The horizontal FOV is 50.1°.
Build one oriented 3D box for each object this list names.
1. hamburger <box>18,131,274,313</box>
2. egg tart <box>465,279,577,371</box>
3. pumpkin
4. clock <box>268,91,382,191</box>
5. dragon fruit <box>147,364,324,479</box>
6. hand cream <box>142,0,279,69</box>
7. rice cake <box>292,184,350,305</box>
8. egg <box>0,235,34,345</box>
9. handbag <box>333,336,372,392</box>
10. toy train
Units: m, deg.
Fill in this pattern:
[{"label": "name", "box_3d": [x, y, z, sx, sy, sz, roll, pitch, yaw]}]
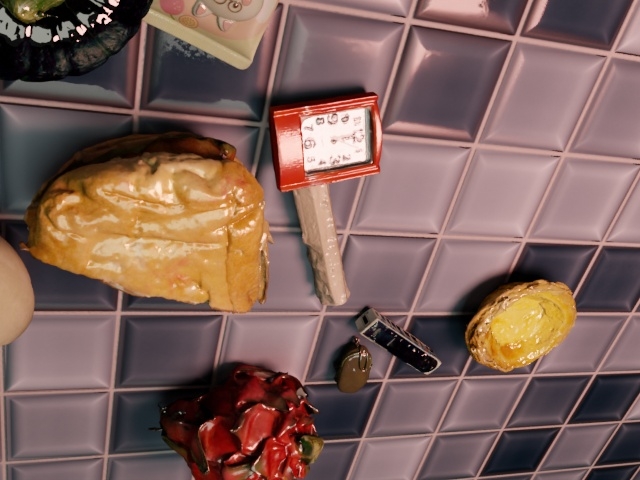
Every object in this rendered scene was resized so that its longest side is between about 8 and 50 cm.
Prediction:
[{"label": "hamburger", "box_3d": [-0.182, -0.044, 0.874, 0.329, 0.162, 0.209, 20, 114, -27]}, {"label": "egg tart", "box_3d": [0.352, 0.143, 1.233, 0.212, 0.090, 0.213, -10, 129, -13]}, {"label": "pumpkin", "box_3d": [-0.270, -0.255, 0.638, 0.247, 0.248, 0.248, -9, 127, -12]}, {"label": "clock", "box_3d": [0.007, -0.138, 0.930, 0.154, 0.061, 0.113, -11, 116, -16]}, {"label": "dragon fruit", "box_3d": [-0.141, 0.313, 1.140, 0.292, 0.234, 0.234, 21, 123, 11]}, {"label": "hand cream", "box_3d": [-0.070, -0.339, 0.753, 0.147, 0.093, 0.306, 20, 126, -30]}, {"label": "rice cake", "box_3d": [0.000, 0.000, 1.038, 0.057, 0.052, 0.256, 0, 130, 14]}, {"label": "egg", "box_3d": [-0.460, 0.059, 0.839, 0.217, 0.183, 0.183, 36, 108, -24]}, {"label": "handbag", "box_3d": [0.062, 0.224, 1.222, 0.072, 0.047, 0.111, 3, 124, -14]}, {"label": "toy train", "box_3d": [0.144, 0.184, 1.221, 0.043, 0.047, 0.207, -42, 127, 15]}]
